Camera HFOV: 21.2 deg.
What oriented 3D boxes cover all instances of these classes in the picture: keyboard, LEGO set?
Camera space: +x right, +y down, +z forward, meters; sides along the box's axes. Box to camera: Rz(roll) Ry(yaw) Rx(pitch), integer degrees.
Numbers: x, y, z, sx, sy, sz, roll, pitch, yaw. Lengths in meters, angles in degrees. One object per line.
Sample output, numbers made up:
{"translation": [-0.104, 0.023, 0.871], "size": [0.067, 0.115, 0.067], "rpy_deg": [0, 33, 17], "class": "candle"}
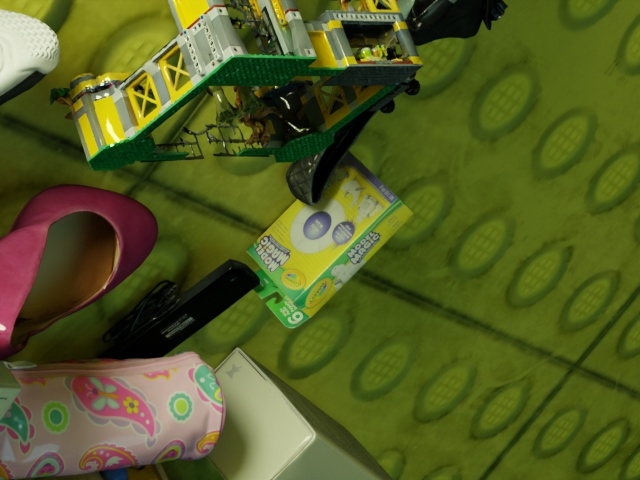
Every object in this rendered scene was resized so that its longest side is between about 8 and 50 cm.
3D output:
{"translation": [-0.160, 0.074, 1.775], "size": [0.192, 0.038, 0.100], "rpy_deg": [-37, 153, 4], "class": "keyboard"}
{"translation": [-0.078, -0.195, 1.504], "size": [0.331, 0.192, 0.255], "rpy_deg": [-8, 161, -37], "class": "LEGO set"}

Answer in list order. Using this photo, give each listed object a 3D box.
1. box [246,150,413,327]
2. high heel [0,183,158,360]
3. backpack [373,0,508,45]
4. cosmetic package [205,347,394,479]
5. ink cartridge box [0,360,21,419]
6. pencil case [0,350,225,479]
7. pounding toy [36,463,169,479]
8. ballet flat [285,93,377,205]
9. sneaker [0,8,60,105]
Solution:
{"translation": [0.000, 0.000, 1.796], "size": [0.179, 0.105, 0.043], "rpy_deg": [-47, 138, 3], "class": "box"}
{"translation": [-0.220, 0.039, 1.486], "size": [0.377, 0.181, 0.127], "rpy_deg": [-24, 120, -53], "class": "high heel"}
{"translation": [0.119, -0.284, 1.621], "size": [0.152, 0.115, 0.182], "rpy_deg": [-22, 140, -48], "class": "backpack"}
{"translation": [-0.023, 0.260, 1.995], "size": [0.113, 0.160, 0.309], "rpy_deg": [-46, 145, 1], "class": "cosmetic package"}
{"translation": [-0.383, 0.161, 1.525], "size": [0.087, 0.153, 0.208], "rpy_deg": [16, 115, -53], "class": "ink cartridge box"}
{"translation": [-0.236, 0.169, 1.690], "size": [0.284, 0.124, 0.124], "rpy_deg": [1, 125, -36], "class": "pencil case"}
{"translation": [-0.217, 0.229, 1.803], "size": [0.141, 0.130, 0.100], "rpy_deg": [10, 130, -50], "class": "pounding toy"}
{"translation": [0.029, -0.110, 1.761], "size": [0.173, 0.049, 0.057], "rpy_deg": [-54, 146, 13], "class": "ballet flat"}
{"translation": [-0.331, -0.083, 1.379], "size": [0.269, 0.101, 0.153], "rpy_deg": [-25, 142, -18], "class": "sneaker"}
